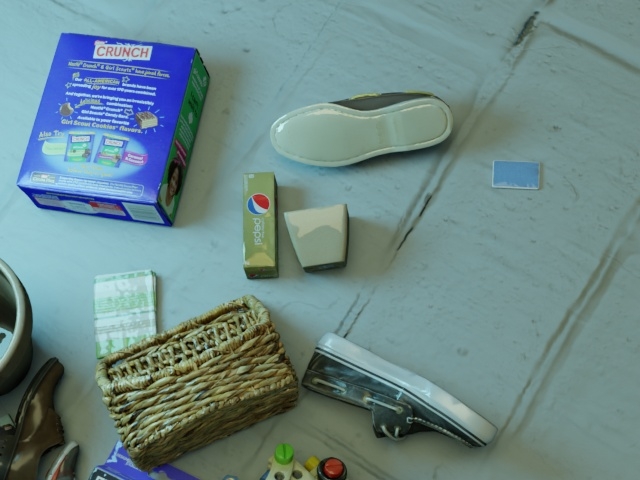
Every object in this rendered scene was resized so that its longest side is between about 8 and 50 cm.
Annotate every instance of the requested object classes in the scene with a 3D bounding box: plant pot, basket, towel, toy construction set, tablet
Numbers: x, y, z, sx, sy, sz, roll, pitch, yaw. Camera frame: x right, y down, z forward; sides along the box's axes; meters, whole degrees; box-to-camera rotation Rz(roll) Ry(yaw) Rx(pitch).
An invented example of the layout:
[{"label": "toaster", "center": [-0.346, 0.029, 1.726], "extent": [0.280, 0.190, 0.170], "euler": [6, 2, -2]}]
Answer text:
[{"label": "plant pot", "center": [0.000, 0.000, 1.971], "extent": [0.109, 0.109, 0.096], "euler": [-8, 80, 2]}, {"label": "basket", "center": [-0.208, 0.204, 1.836], "extent": [0.299, 0.213, 0.223], "euler": [-22, 70, -8]}, {"label": "towel", "center": [-0.341, 0.129, 1.995], "extent": [0.113, 0.023, 0.152], "euler": [-7, 70, 5]}, {"label": "toy construction set", "center": [-0.016, 0.454, 1.764], "extent": [0.215, 0.151, 0.328], "euler": [-33, 75, -34]}, {"label": "tablet", "center": [0.349, -0.117, 2.032], "extent": [0.083, 0.006, 0.054], "euler": [3, 69, 6]}, {"label": "plant pot", "center": [-0.580, 0.166, 1.888], "extent": [0.263, 0.229, 0.263], "euler": [-2, 68, 5]}]

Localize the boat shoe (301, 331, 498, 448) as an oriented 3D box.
[{"label": "boat shoe", "center": [0.123, 0.270, 1.855], "extent": [0.335, 0.121, 0.119], "euler": [24, 80, 25]}]

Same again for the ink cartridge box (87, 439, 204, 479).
[{"label": "ink cartridge box", "center": [-0.296, 0.452, 1.849], "extent": [0.206, 0.045, 0.208], "euler": [21, 71, 14]}]

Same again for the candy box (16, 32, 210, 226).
[{"label": "candy box", "center": [-0.371, -0.205, 2.074], "extent": [0.268, 0.122, 0.317], "euler": [8, 71, 10]}]

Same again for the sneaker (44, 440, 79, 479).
[{"label": "sneaker", "center": [-0.425, 0.410, 1.881], "extent": [0.064, 0.061, 0.158], "euler": [26, 72, -14]}]

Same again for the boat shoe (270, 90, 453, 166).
[{"label": "boat shoe", "center": [0.074, -0.207, 2.046], "extent": [0.324, 0.097, 0.117], "euler": [-8, 108, 6]}]

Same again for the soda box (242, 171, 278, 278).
[{"label": "soda box", "center": [-0.105, -0.026, 2.009], "extent": [0.058, 0.061, 0.181], "euler": [-3, 68, 3]}]

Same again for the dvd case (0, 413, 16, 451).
[{"label": "dvd case", "center": [-0.560, 0.361, 1.926], "extent": [0.119, 0.013, 0.087], "euler": [-32, 69, -6]}]

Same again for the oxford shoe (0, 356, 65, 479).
[{"label": "oxford shoe", "center": [-0.467, 0.307, 1.911], "extent": [0.096, 0.083, 0.227], "euler": [19, 65, -8]}]
